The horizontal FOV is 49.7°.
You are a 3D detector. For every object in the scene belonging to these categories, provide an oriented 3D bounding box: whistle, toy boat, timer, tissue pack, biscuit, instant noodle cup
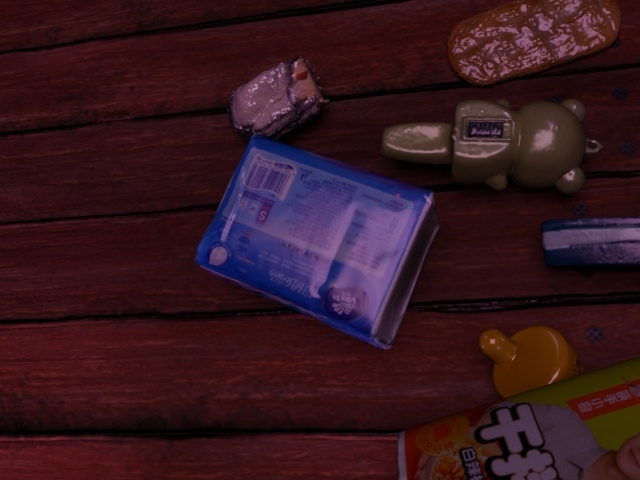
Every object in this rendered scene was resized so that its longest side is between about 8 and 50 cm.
[{"bbox_3d":[0.225,-0.127,0.924,0.288,0.106,0.131,2,75,14],"label":"whistle"},{"bbox_3d":[0.420,0.006,0.829,0.299,0.096,0.062,0,81,23],"label":"toy boat"},{"bbox_3d":[0.250,0.149,0.825,0.107,0.109,0.107,-39,29,27],"label":"timer"},{"bbox_3d":[0.000,0.000,0.917,0.263,0.146,0.198,21,80,19],"label":"tissue pack"},{"bbox_3d":[0.307,-0.300,1.001,0.247,0.029,0.118,-17,69,9],"label":"biscuit"},{"bbox_3d":[0.255,0.274,0.705,0.307,0.294,0.294,-17,69,17],"label":"instant noodle cup"}]

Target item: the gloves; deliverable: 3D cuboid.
[{"bbox_3d":[-0.067,-0.202,1.043,0.153,0.070,0.114,-24,76,13],"label":"gloves"}]
